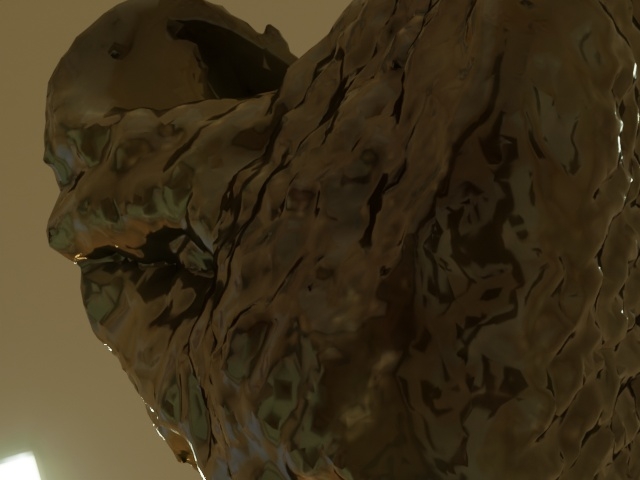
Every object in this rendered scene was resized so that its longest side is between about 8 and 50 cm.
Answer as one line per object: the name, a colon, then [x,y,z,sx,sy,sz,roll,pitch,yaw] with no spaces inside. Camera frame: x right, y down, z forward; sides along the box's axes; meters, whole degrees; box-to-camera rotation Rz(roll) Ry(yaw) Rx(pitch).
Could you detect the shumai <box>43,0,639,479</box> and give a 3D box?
shumai: [0.000,0.000,0.696,0.262,0.314,0.267,3,-60,23]
